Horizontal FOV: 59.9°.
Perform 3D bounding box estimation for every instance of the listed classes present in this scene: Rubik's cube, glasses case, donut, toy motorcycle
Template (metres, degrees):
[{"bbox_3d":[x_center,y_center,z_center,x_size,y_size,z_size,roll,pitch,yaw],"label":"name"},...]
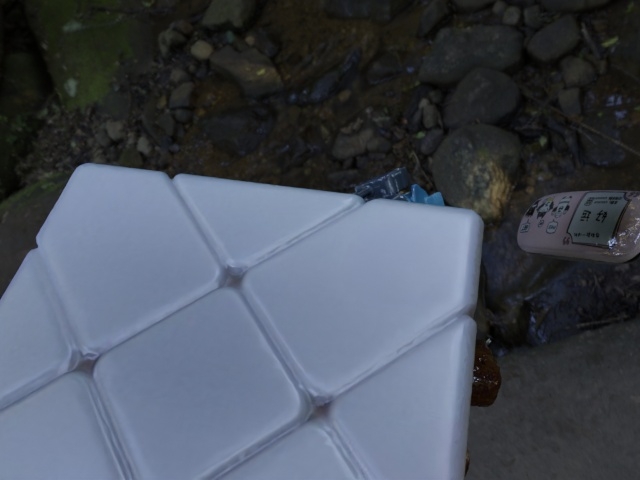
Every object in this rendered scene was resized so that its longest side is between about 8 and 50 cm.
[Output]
[{"bbox_3d":[-0.058,0.165,0.448,0.322,0.315,0.318,9,58,10],"label":"Rubik's cube"},{"bbox_3d":[0.452,-0.025,0.967,0.121,0.075,0.314,-68,14,-2],"label":"glasses case"},{"bbox_3d":[0.169,0.249,0.795,0.085,0.141,0.217,-120,40,-71],"label":"donut"},{"bbox_3d":[0.000,0.000,0.637,0.272,0.182,0.123,-17,96,33],"label":"toy motorcycle"}]
